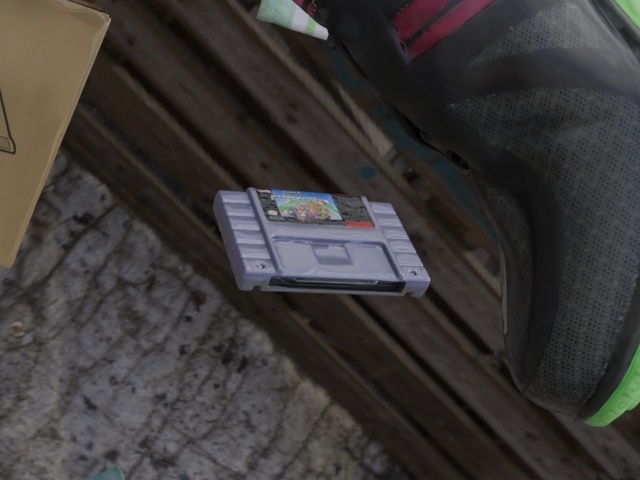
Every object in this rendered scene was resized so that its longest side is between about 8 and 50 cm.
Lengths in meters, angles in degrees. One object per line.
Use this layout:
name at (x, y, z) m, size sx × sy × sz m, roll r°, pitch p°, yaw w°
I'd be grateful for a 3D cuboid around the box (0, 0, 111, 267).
box at (-0.251, -0.086, 0.652) m, size 0.164 × 0.021 × 0.201 m, roll 15°, pitch 113°, yaw -30°

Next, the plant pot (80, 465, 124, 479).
plant pot at (-0.396, 0.540, 1.633) m, size 0.196 × 0.293 × 0.293 m, roll -12°, pitch 88°, yaw -19°

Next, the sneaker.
sneaker at (0.073, -0.129, 0.568) m, size 0.202 × 0.185 × 0.483 m, roll -13°, pitch 80°, yaw -7°

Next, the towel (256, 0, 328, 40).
towel at (0.097, -0.391, 1.438) m, size 0.324 × 0.038 × 0.248 m, roll 16°, pitch 89°, yaw -8°

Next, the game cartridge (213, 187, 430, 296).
game cartridge at (0.000, 0.000, 1.778) m, size 0.355 × 0.068 × 0.230 m, roll 3°, pitch 44°, yaw -25°
